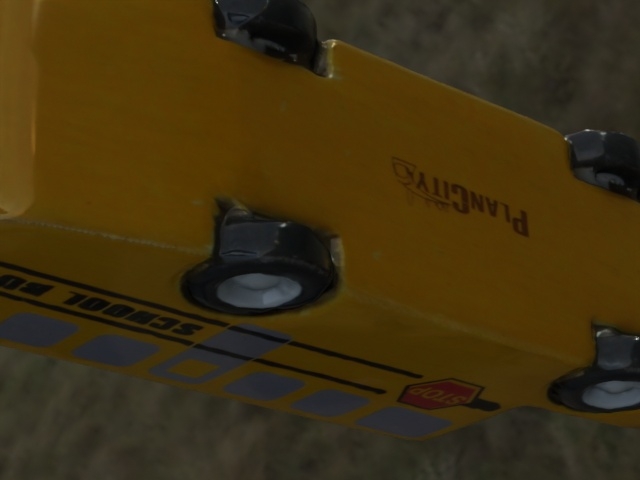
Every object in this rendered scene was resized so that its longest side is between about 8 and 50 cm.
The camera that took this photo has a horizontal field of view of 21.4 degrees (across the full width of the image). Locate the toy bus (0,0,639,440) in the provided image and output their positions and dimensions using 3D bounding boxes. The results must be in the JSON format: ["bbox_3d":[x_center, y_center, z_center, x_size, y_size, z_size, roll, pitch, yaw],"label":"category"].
[{"bbox_3d":[0.000,0.000,0.642,0.130,0.332,0.108,-30,54,42],"label":"toy bus"}]
